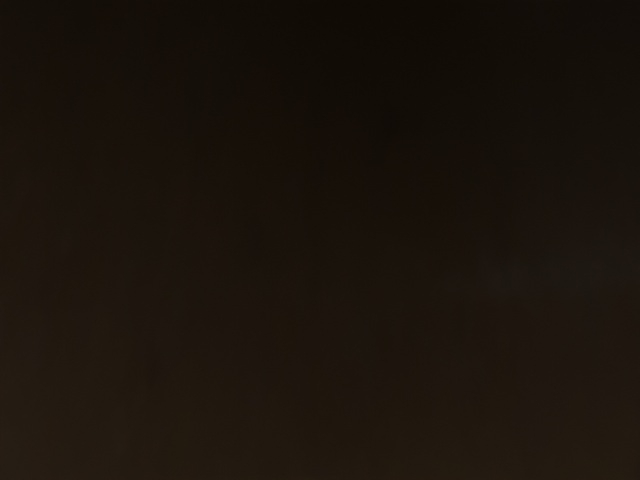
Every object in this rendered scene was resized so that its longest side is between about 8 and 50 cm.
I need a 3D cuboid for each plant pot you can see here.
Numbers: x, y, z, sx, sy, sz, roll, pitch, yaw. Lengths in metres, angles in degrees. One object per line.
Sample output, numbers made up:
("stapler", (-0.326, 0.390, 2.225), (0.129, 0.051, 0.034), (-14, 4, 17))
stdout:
("plant pot", (0.028, -0.058, 0.271), (0.305, 0.334, 0.333), (-87, -23, -50))
